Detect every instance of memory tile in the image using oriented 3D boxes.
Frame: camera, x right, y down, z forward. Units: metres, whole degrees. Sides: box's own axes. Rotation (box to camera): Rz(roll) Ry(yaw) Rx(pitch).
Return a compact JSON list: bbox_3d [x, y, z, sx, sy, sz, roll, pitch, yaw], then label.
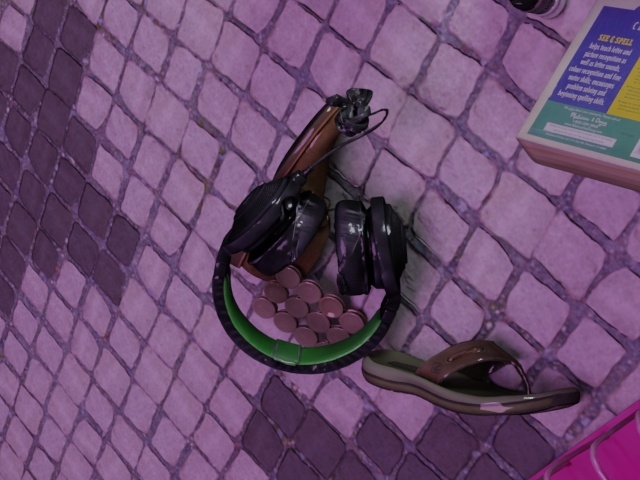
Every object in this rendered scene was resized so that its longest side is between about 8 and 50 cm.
[{"bbox_3d":[-0.017,0.103,1.485,0.148,0.012,0.113,36,129,-1],"label":"memory tile"}]

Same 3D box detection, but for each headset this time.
[{"bbox_3d":[0.000,0.000,1.317,0.243,0.185,0.394,15,110,-3],"label":"headset"}]

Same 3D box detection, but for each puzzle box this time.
[{"bbox_3d":[0.408,-0.147,0.938,0.409,0.052,0.272,23,77,43],"label":"puzzle box"}]

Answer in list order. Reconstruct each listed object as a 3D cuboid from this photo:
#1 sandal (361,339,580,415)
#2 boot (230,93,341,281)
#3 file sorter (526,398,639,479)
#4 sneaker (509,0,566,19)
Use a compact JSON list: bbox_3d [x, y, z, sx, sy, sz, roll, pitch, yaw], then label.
[{"bbox_3d":[0.175,0.161,1.309,0.302,0.120,0.086,10,93,40],"label":"sandal"},{"bbox_3d":[-0.017,-0.062,1.448,0.115,0.112,0.305,31,122,2],"label":"boot"},{"bbox_3d":[0.338,0.311,1.152,0.202,0.182,0.291,55,129,17],"label":"file sorter"},{"bbox_3d":[0.215,-0.326,1.176,0.063,0.075,0.170,-29,81,41],"label":"sneaker"}]
